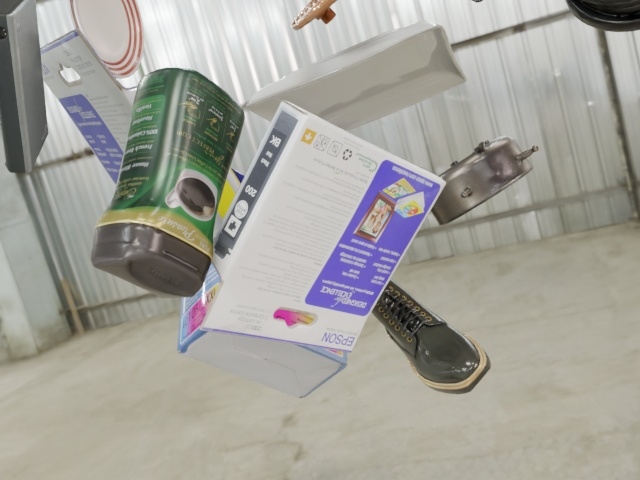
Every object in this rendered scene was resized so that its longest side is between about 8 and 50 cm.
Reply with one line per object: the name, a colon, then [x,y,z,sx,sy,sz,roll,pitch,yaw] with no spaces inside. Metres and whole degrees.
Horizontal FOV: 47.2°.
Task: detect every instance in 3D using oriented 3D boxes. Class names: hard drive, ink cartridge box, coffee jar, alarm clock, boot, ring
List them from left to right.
hard drive: [-0.259,-0.138,0.631,0.022,0.135,0.094,1,31,-10]
ink cartridge box: [-0.212,-0.114,0.885,0.072,0.307,0.304,-37,24,-21]
coffee jar: [-0.128,-0.047,0.623,0.079,0.184,0.096,-7,-27,36]
ink cartridge box: [-0.104,0.052,1.339,0.151,0.270,0.395,-41,37,31]
ink cartridge box: [0.000,0.000,0.691,0.206,0.208,0.045,18,13,-45]
ring: [0.086,-0.419,1.061,0.336,0.032,0.336,-41,17,15]
boot: [0.098,0.093,0.850,0.077,0.137,0.198,-47,26,-9]
alarm clock: [0.182,-0.071,0.900,0.129,0.064,0.192,-32,-5,-11]

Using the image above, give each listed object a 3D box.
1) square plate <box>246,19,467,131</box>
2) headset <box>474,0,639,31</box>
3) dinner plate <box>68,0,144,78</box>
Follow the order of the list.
square plate: [0.077,-0.282,1.327,0.344,0.049,0.347,-20,-9,16]
headset: [0.277,-0.337,0.724,0.243,0.185,0.394,32,-21,-36]
dinner plate: [-0.244,-0.252,0.825,0.017,0.141,0.141,-7,12,18]
